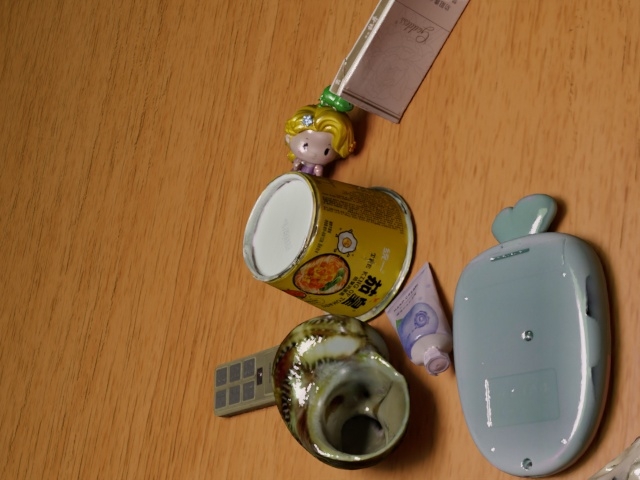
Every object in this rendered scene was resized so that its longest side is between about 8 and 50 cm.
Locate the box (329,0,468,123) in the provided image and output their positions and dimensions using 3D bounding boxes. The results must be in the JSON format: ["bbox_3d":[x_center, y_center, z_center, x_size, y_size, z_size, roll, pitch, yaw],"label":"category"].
[{"bbox_3d":[0.101,-0.250,1.269,0.198,0.109,0.029,-59,41,13],"label":"box"}]

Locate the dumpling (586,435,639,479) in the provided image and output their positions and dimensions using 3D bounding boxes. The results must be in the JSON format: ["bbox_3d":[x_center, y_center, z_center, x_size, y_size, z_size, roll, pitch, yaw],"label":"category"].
[{"bbox_3d":[0.290,0.309,0.838,0.243,0.187,0.318,23,104,11],"label":"dumpling"}]

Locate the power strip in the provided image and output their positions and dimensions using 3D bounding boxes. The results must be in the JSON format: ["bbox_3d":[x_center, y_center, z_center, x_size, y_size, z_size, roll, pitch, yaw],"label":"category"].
[{"bbox_3d":[-0.086,0.188,1.375,0.169,0.028,0.076,-23,58,42],"label":"power strip"}]

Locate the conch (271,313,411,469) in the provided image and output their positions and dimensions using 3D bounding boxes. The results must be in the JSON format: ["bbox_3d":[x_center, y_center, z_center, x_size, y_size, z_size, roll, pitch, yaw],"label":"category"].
[{"bbox_3d":[0.032,0.172,1.183,0.187,0.124,0.181,8,71,26],"label":"conch"}]

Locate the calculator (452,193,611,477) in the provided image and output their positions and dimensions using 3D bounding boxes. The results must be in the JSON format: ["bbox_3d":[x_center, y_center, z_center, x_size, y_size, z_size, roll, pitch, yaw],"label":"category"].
[{"bbox_3d":[0.213,0.093,1.063,0.186,0.041,0.298,-17,65,44],"label":"calculator"}]

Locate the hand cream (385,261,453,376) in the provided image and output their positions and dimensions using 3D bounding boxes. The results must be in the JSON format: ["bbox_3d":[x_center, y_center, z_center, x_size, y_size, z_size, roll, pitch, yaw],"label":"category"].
[{"bbox_3d":[0.114,0.095,1.175,0.084,0.053,0.142,-51,34,24],"label":"hand cream"}]

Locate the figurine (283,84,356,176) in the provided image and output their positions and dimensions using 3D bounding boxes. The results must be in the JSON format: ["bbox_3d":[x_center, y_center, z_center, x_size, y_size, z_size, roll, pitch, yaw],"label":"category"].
[{"bbox_3d":[-0.003,-0.144,1.368,0.115,0.095,0.156,-106,29,-61],"label":"figurine"}]

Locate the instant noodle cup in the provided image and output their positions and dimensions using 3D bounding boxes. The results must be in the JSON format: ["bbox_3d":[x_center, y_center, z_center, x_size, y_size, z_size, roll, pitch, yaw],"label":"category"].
[{"bbox_3d":[0.000,0.000,1.257,0.182,0.144,0.182,-24,57,43],"label":"instant noodle cup"}]
